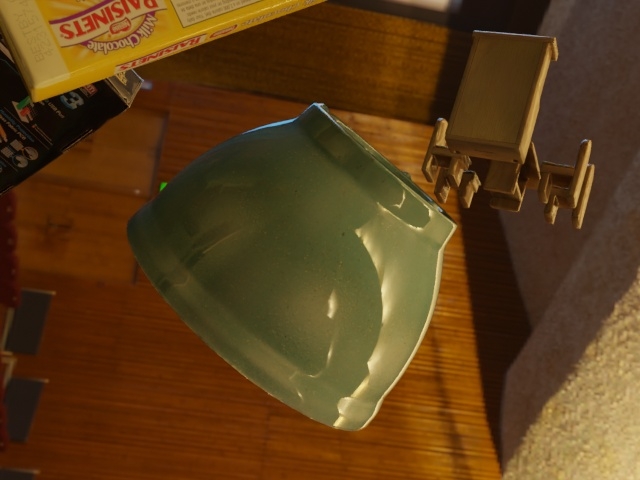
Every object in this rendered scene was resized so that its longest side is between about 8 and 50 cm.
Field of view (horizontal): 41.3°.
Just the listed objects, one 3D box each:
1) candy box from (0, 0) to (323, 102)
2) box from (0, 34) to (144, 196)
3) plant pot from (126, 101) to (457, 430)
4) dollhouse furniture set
[{"bbox_3d":[-0.071,-0.154,0.435,0.105,0.205,0.027,65,-21,0],"label":"candy box"},{"bbox_3d":[-0.395,-0.191,0.900,0.293,0.295,0.073,-29,-150,24],"label":"box"},{"bbox_3d":[0.000,0.000,0.784,0.196,0.293,0.293,-48,-166,9],"label":"plant pot"},{"bbox_3d":[0.262,-0.149,1.166,0.242,0.212,0.161,48,57,-61],"label":"dollhouse furniture set"}]
